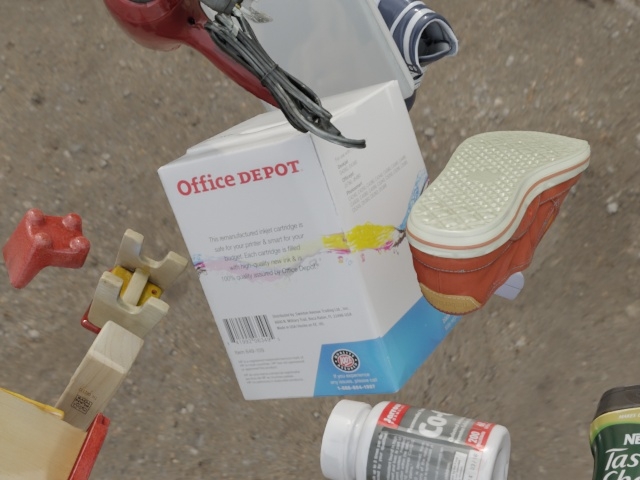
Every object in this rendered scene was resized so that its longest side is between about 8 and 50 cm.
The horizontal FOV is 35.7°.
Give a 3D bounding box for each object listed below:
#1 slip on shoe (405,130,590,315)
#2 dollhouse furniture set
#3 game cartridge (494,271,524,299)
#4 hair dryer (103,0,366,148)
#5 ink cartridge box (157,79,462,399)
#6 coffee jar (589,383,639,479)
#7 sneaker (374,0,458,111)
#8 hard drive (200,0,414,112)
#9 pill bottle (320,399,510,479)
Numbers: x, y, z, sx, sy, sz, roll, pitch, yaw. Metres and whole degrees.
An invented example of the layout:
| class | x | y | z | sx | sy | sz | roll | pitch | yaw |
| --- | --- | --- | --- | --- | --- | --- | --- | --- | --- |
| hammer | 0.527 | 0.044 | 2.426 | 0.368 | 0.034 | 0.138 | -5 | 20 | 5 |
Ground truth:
| class | x | y | z | sx | sy | sz | roll | pitch | yaw |
| --- | --- | --- | --- | --- | --- | --- | --- | --- | --- |
| slip on shoe | 0.175 | -0.032 | 0.965 | 0.123 | 0.331 | 0.101 | 12 | 119 | 26 |
| dollhouse furniture set | -0.289 | 0.121 | 0.952 | 0.201 | 0.374 | 0.152 | 30 | 122 | -10 |
| game cartridge | 0.188 | -0.009 | 1.619 | 0.297 | 0.198 | 0.062 | 26 | 104 | -12 |
| hair dryer | -0.101 | -0.164 | 0.864 | 0.080 | 0.224 | 0.293 | -44 | 38 | -6 |
| ink cartridge box | 0.000 | 0.000 | 1.048 | 0.198 | 0.197 | 0.270 | -9 | 108 | 35 |
| coffee jar | 0.208 | 0.171 | 0.612 | 0.096 | 0.079 | 0.184 | -13 | 36 | 34 |
| sneaker | 0.155 | -0.293 | 1.692 | 0.099 | 0.282 | 0.153 | -34 | 52 | -20 |
| hard drive | -0.030 | -0.285 | 1.289 | 0.203 | 0.307 | 0.040 | -14 | 40 | 23 |
| pill bottle | 0.154 | 0.353 | 1.627 | 0.283 | 0.161 | 0.161 | 9 | 77 | 22 |
